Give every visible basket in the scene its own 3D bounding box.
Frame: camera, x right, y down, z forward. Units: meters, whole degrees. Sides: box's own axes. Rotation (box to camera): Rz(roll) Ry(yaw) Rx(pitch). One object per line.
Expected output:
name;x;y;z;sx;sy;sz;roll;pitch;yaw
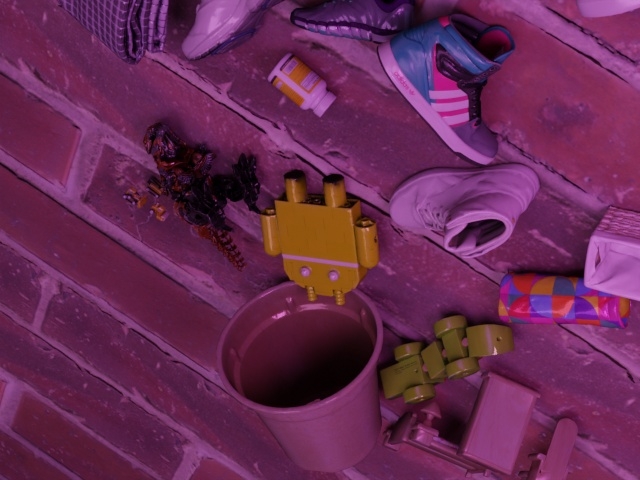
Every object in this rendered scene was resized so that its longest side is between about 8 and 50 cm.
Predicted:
basket;0.532;0.026;1.842;0.167;0.103;0.113;15;131;21

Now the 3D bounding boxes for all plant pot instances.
plant pot;-0.009;0.298;2.264;0.333;0.334;0.305;9;140;25

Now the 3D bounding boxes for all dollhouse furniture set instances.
dollhouse furniture set;0.327;0.393;2.303;0.303;0.174;0.355;25;164;-5

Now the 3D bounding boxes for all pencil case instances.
pencil case;0.430;0.104;1.974;0.236;0.104;0.104;3;126;31

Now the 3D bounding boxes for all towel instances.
towel;-0.366;-0.474;1.909;0.235;0.121;0.284;43;144;26

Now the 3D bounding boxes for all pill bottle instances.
pill bottle;-0.031;-0.272;1.967;0.116;0.065;0.065;40;135;-2

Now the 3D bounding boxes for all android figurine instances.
android figurine;0.000;0.000;2.151;0.248;0.056;0.273;9;119;25

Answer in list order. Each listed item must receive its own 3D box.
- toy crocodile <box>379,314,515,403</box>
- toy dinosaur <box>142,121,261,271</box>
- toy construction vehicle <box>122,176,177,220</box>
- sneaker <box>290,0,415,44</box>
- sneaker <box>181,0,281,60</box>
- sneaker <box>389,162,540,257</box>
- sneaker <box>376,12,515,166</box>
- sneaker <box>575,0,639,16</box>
toy crocodile;0.238;0.237;2.193;0.340;0.105;0.115;-38;59;45
toy dinosaur;-0.226;-0.092;2.201;0.322;0.164;0.218;42;156;-28
toy construction vehicle;-0.340;-0.090;2.283;0.098;0.086;0.035;37;128;1
sneaker;0.058;-0.381;1.840;0.223;0.083;0.098;14;104;22
sneaker;-0.152;-0.416;1.919;0.297;0.111;0.129;-37;85;40
sneaker;0.218;-0.044;1.929;0.292;0.169;0.108;-11;120;38
sneaker;0.245;-0.255;1.786;0.178;0.124;0.295;-31;129;25
sneaker;0.494;-0.431;1.496;0.366;0.135;0.150;-23;106;30
